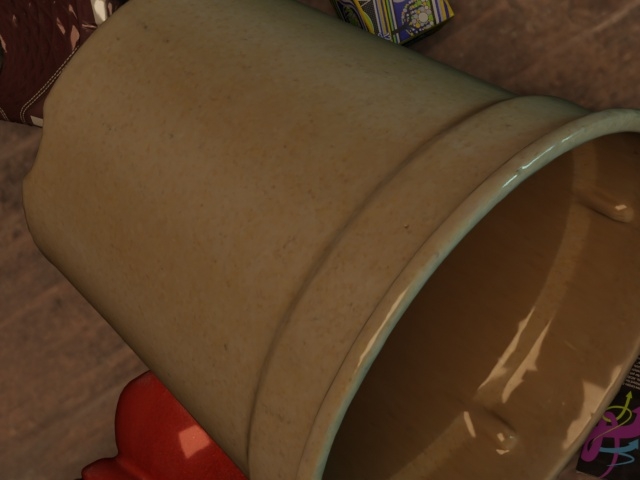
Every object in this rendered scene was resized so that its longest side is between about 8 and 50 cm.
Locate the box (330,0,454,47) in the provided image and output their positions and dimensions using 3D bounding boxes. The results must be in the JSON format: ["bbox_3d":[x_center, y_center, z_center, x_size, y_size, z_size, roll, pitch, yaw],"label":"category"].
[{"bbox_3d":[0.019,-0.203,1.259,0.059,0.054,0.169,-28,89,-12],"label":"box"}]

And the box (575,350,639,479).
[{"bbox_3d":[0.240,0.093,1.244,0.116,0.029,0.162,17,113,10],"label":"box"}]

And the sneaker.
[{"bbox_3d":[-0.195,-0.206,1.291,0.162,0.106,0.281,5,97,15],"label":"sneaker"}]

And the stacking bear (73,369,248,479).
[{"bbox_3d":[-0.125,0.211,1.290,0.164,0.175,0.289,26,88,49],"label":"stacking bear"}]

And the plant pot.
[{"bbox_3d":[0.000,0.000,1.162,0.305,0.334,0.334,36,103,30],"label":"plant pot"}]
